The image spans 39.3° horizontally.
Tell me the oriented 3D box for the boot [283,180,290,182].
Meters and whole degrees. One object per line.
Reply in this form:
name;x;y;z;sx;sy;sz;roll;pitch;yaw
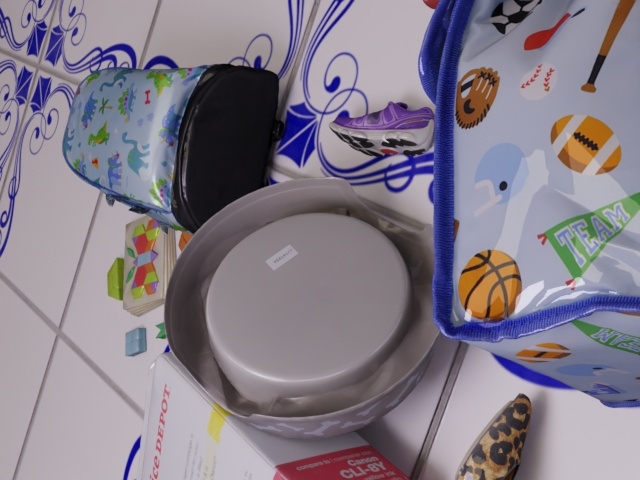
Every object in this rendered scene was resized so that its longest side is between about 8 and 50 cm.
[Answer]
boot;0.000;0.000;1.275;0.152;0.073;0.197;-10;73;39

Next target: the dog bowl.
dog bowl;-0.012;0.083;1.101;0.348;0.102;0.349;-6;51;7

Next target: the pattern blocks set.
pattern blocks set;-0.313;0.036;1.638;0.285;0.026;0.325;-36;56;37

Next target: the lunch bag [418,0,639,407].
lunch bag;0.247;-0.076;0.755;0.238;0.327;0.386;-11;67;35

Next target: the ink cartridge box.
ink cartridge box;-0.078;0.338;1.163;0.384;0.160;0.279;33;119;46

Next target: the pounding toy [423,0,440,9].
pounding toy;0.204;-0.282;1.077;0.183;0.110;0.237;-43;51;33

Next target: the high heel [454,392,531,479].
high heel;0.224;0.312;0.950;0.186;0.093;0.261;24;90;30

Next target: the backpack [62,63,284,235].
backpack;-0.260;-0.165;1.484;0.355;0.273;0.290;22;101;58

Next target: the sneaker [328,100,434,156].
sneaker;0.088;-0.156;1.226;0.169;0.068;0.071;8;72;40
